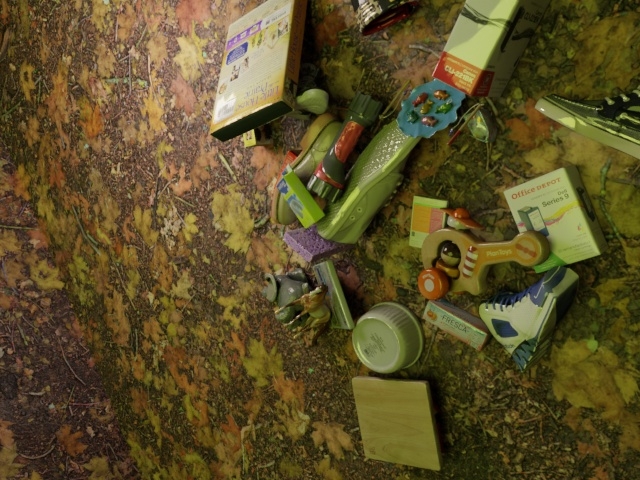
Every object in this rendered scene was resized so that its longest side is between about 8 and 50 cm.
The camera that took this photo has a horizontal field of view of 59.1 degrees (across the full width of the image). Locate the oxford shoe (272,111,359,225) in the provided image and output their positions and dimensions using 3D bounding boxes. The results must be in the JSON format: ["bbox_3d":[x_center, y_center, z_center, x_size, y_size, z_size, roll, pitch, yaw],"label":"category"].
[{"bbox_3d":[-0.023,-0.183,1.706,0.146,0.140,0.397,41,123,18],"label":"oxford shoe"}]

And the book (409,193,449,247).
[{"bbox_3d":[0.298,-0.047,1.548,0.096,0.035,0.144,15,109,32],"label":"book"}]

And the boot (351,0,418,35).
[{"bbox_3d":[0.185,-0.723,1.417,0.377,0.138,0.284,-19,87,43],"label":"boot"}]

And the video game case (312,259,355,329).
[{"bbox_3d":[0.039,0.169,1.739,0.193,0.023,0.212,150,101,-75],"label":"video game case"}]

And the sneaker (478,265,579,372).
[{"bbox_3d":[0.475,0.170,1.359,0.182,0.127,0.315,40,146,32],"label":"sneaker"}]

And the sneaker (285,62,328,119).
[{"bbox_3d":[-0.039,-0.443,1.627,0.268,0.101,0.153,-172,91,-72],"label":"sneaker"}]

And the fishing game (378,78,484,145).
[{"bbox_3d":[0.276,-0.342,1.426,0.189,0.041,0.264,-50,45,-1],"label":"fishing game"}]

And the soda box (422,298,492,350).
[{"bbox_3d":[0.373,0.222,1.527,0.183,0.063,0.058,30,116,29],"label":"soda box"}]

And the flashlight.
[{"bbox_3d":[0.072,-0.255,1.555,0.103,0.103,0.304,30,101,-3],"label":"flashlight"}]

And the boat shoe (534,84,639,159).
[{"bbox_3d":[0.641,-0.272,1.182,0.340,0.127,0.158,32,112,20],"label":"boat shoe"}]

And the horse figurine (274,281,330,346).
[{"bbox_3d":[-0.030,0.230,1.750,0.066,0.174,0.263,52,173,39],"label":"horse figurine"}]

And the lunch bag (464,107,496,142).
[{"bbox_3d":[0.397,-0.278,1.392,0.053,0.071,0.083,-30,82,36],"label":"lunch bag"}]

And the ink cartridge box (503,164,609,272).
[{"bbox_3d":[0.546,-0.050,1.312,0.154,0.093,0.212,-23,84,40],"label":"ink cartridge box"}]

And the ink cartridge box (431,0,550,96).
[{"bbox_3d":[0.392,-0.473,1.271,0.114,0.197,0.273,36,120,25],"label":"ink cartridge box"}]

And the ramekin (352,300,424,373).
[{"bbox_3d":[0.191,0.291,1.658,0.207,0.109,0.207,10,106,36],"label":"ramekin"}]

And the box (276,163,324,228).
[{"bbox_3d":[-0.065,-0.124,1.624,0.178,0.042,0.109,55,162,-1],"label":"box"}]

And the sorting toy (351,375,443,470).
[{"bbox_3d":[0.241,0.525,1.683,0.257,0.089,0.255,-7,95,39],"label":"sorting toy"}]

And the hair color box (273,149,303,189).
[{"bbox_3d":[-0.090,-0.216,1.791,0.043,0.072,0.141,40,123,25],"label":"hair color box"}]

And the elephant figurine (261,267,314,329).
[{"bbox_3d":[-0.120,0.164,1.859,0.186,0.169,0.239,-46,52,6],"label":"elephant figurine"}]

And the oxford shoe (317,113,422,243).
[{"bbox_3d":[0.159,-0.164,1.581,0.449,0.130,0.169,-53,24,25],"label":"oxford shoe"}]

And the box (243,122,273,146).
[{"bbox_3d":[-0.217,-0.425,1.837,0.058,0.087,0.232,-4,98,41],"label":"box"}]

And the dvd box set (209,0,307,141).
[{"bbox_3d":[-0.181,-0.524,1.673,0.307,0.062,0.420,-15,61,38],"label":"dvd box set"}]

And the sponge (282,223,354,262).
[{"bbox_3d":[0.000,0.000,1.679,0.117,0.210,0.031,40,124,26],"label":"sponge"}]

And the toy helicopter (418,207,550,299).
[{"bbox_3d":[0.392,0.017,1.390,0.355,0.140,0.235,-11,86,51],"label":"toy helicopter"}]
